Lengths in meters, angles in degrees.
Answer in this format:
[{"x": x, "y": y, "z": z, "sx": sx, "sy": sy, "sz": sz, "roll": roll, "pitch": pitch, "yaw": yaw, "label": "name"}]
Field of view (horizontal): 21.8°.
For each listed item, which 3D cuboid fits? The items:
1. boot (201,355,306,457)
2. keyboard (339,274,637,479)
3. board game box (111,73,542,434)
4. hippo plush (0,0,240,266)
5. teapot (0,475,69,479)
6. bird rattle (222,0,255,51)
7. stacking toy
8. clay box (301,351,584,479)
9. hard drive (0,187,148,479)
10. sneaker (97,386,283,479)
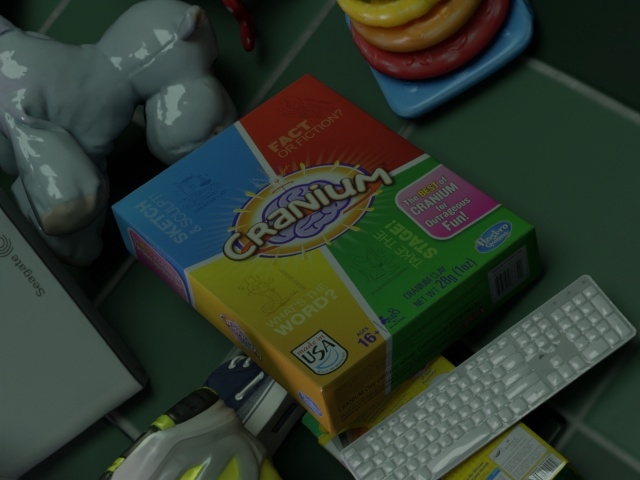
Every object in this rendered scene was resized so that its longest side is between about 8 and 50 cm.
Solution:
[{"x": -0.046, "y": 0.120, "z": 1.495, "sx": 0.086, "sy": 0.069, "sz": 0.190, "roll": 40, "pitch": 89, "yaw": 32, "label": "boot"}, {"x": 0.137, "y": 0.126, "z": 1.362, "sx": 0.256, "sy": 0.014, "sz": 0.072, "roll": -36, "pitch": 51, "yaw": -2, "label": "keyboard"}, {"x": 0.000, "y": 0.000, "z": 1.481, "sx": 0.242, "sy": 0.064, "sz": 0.316, "roll": -36, "pitch": 49, "yaw": -20, "label": "board game box"}, {"x": -0.213, "y": -0.143, "z": 1.661, "sx": 0.236, "sy": 0.234, "sz": 0.294, "roll": -23, "pitch": 91, "yaw": -14, "label": "hippo plush"}, {"x": -0.392, "y": 0.274, "z": 1.505, "sx": 0.256, "sy": 0.187, "sz": 0.252, "roll": 29, "pitch": 84, "yaw": 8, "label": "teapot"}, {"x": -0.162, "y": -0.291, "z": 1.707, "sx": 0.143, "sy": 0.207, "sz": 0.253, "roll": -56, "pitch": 41, "yaw": 16, "label": "bird rattle"}, {"x": 0.058, "y": -0.265, "z": 1.492, "sx": 0.165, "sy": 0.302, "sz": 0.175, "roll": -33, "pitch": 53, "yaw": 11, "label": "stacking toy"}, {"x": 0.097, "y": 0.176, "z": 1.395, "sx": 0.127, "sy": 0.053, "sz": 0.222, "roll": -47, "pitch": 51, "yaw": -4, "label": "clay box"}, {"x": -0.375, "y": 0.146, "z": 1.594, "sx": 0.353, "sy": 0.047, "sz": 0.233, "roll": -36, "pitch": 98, "yaw": 8, "label": "hard drive"}, {"x": -0.180, "y": 0.306, "z": 1.428, "sx": 0.147, "sy": 0.145, "sz": 0.385, "roll": 43, "pitch": 106, "yaw": 4, "label": "sneaker"}]
